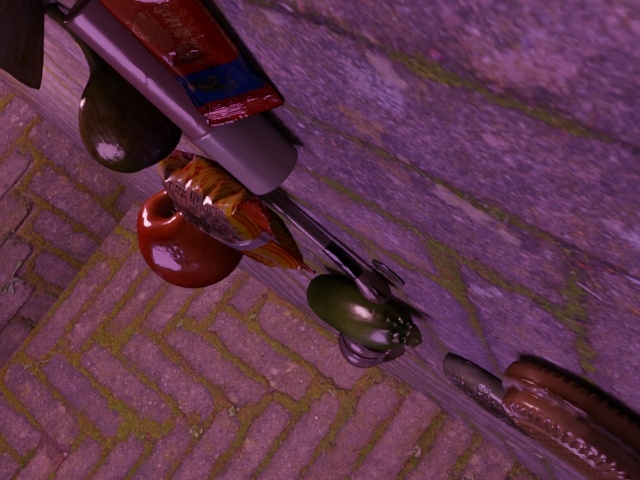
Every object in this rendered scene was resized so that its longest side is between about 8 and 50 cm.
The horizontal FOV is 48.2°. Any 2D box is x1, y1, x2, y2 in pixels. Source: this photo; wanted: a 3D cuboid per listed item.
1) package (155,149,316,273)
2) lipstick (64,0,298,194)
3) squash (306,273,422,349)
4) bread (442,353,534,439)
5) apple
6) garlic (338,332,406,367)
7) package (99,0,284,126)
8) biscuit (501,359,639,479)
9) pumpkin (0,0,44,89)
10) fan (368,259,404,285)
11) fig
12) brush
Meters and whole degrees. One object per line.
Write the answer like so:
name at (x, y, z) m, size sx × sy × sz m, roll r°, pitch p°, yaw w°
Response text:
package at (-0.150, -0.046, 1.172) m, size 0.288 × 0.108 × 0.223 m, roll 38°, pitch 178°, yaw 39°
lipstick at (-0.128, -0.148, 0.709) m, size 0.254 × 0.070 × 0.070 m, roll 43°, pitch 170°, yaw -32°
squash at (0.069, 0.133, 1.326) m, size 0.101 × 0.101 × 0.379 m, roll 41°, pitch 169°, yaw -27°
bread at (0.339, 0.308, 1.367) m, size 0.267 × 0.040 × 0.267 m, roll 36°, pitch 171°, yaw 6°
apple at (-0.257, -0.013, 1.445) m, size 0.218 × 0.218 × 0.201 m, roll 28°, pitch 160°, yaw 44°
garlic at (0.081, 0.176, 1.476) m, size 0.194 × 0.127 × 0.131 m, roll 55°, pitch 180°, yaw 16°
package at (-0.110, -0.164, 0.599) m, size 0.083 × 0.022 × 0.200 m, roll -9°, pitch 149°, yaw 22°
biscuit at (0.345, 0.254, 0.928) m, size 0.259 × 0.079 × 0.259 m, roll 36°, pitch 171°, yaw 7°
pumpkin at (-0.447, -0.323, 0.984) m, size 0.217 × 0.110 × 0.217 m, roll 40°, pitch -177°, yaw -3°
fan at (0.100, 0.051, 1.073) m, size 0.060 × 0.003 × 0.080 m, roll 37°, pitch 171°, yaw 5°
fig at (-0.280, -0.209, 0.943) m, size 0.245 × 0.149 × 0.149 m, roll 59°, pitch 165°, yaw -15°
brush at (0.000, 0.000, 1.098) m, size 0.299 × 0.042 × 0.039 m, roll 41°, pitch 143°, yaw -16°
